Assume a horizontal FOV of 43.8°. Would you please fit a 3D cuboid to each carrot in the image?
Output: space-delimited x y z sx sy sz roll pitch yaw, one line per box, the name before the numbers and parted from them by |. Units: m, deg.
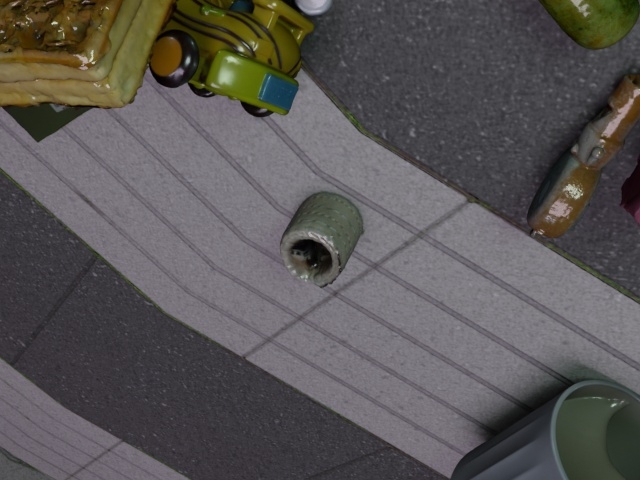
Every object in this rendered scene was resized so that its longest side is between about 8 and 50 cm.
carrot | 0.163 -0.317 0.718 0.358 0.074 0.074 44 138 -16

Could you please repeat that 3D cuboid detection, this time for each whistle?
whistle | 0.293 -0.083 0.877 0.057 0.107 0.220 29 125 5

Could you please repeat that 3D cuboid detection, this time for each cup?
cup | 0.398 0.387 1.236 0.323 0.236 0.327 6 144 -21

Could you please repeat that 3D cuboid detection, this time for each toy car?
toy car | -0.128 -0.233 0.889 0.248 0.200 0.142 25 98 22

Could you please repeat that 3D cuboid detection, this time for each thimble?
thimble | 0.000 0.000 1.128 0.102 0.090 0.115 14 137 16

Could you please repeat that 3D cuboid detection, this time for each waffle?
waffle | -0.236 -0.273 0.795 0.213 0.308 0.091 5 156 25

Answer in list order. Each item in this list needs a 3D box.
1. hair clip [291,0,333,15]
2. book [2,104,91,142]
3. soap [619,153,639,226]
hair clip | -0.023 -0.354 0.787 0.146 0.075 0.257 9 132 28
book | -0.457 -0.280 1.136 0.201 0.026 0.289 -17 123 40
soap | 0.385 -0.097 0.751 0.099 0.162 0.250 24 139 5
